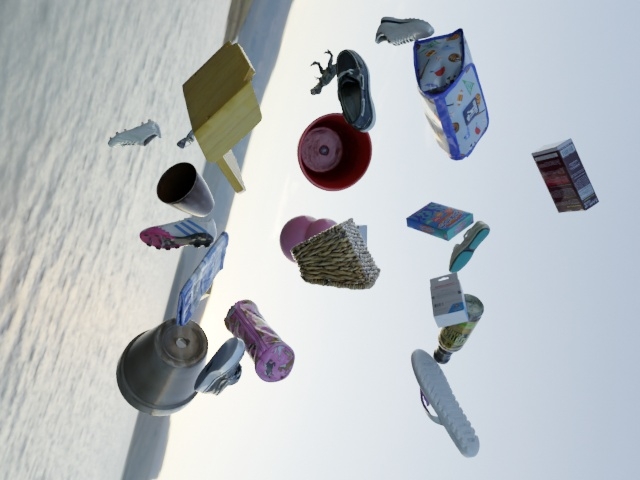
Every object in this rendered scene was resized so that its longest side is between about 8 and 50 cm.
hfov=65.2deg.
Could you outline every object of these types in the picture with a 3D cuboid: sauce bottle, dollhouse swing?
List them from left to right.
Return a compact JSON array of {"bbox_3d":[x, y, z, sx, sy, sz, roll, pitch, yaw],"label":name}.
[{"bbox_3d":[-0.264,-0.386,1.621,0.315,0.305,0.347,-39,-139,12],"label":"dollhouse swing"},{"bbox_3d":[0.512,0.350,1.900,0.112,0.111,0.345,-91,-172,-47],"label":"sauce bottle"}]

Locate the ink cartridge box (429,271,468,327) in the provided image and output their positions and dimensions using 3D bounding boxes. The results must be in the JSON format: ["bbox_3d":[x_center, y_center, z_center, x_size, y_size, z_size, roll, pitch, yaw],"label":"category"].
[{"bbox_3d":[0.427,0.197,1.675,0.104,0.060,0.180,-17,-146,20],"label":"ink cartridge box"}]

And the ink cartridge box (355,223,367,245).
[{"bbox_3d":[0.169,-0.030,2.584,0.150,0.063,0.110,6,-82,50],"label":"ink cartridge box"}]

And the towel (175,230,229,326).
[{"bbox_3d":[-0.376,0.122,1.610,0.209,0.034,0.285,113,3,-49],"label":"towel"}]

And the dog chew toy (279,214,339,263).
[{"bbox_3d":[0.000,0.000,1.977,0.331,0.206,0.207,1,-108,34],"label":"dog chew toy"}]

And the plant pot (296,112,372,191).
[{"bbox_3d":[0.029,-0.328,1.843,0.243,0.274,0.275,-135,-119,-73],"label":"plant pot"}]

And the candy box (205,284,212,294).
[{"bbox_3d":[-0.496,0.194,2.136,0.206,0.027,0.105,-28,-127,60],"label":"candy box"}]

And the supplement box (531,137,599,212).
[{"bbox_3d":[0.835,-0.217,1.712,0.240,0.073,0.130,63,-14,-8],"label":"supplement box"}]

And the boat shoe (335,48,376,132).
[{"bbox_3d":[0.104,-0.503,1.634,0.114,0.091,0.303,-28,-110,32],"label":"boat shoe"}]

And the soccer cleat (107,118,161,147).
[{"bbox_3d":[-0.650,-0.356,1.749,0.068,0.196,0.076,-36,105,-84],"label":"soccer cleat"}]

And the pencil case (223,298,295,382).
[{"bbox_3d":[-0.232,0.365,1.862,0.386,0.167,0.160,37,-66,53],"label":"pencil case"}]

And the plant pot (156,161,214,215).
[{"bbox_3d":[-0.600,-0.211,2.323,0.230,0.215,0.216,49,44,-56],"label":"plant pot"}]

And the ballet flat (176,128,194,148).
[{"bbox_3d":[-0.498,-0.379,1.888,0.114,0.041,0.041,-61,-179,-42],"label":"ballet flat"}]

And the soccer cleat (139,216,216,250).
[{"bbox_3d":[-0.620,-0.038,2.208,0.116,0.330,0.143,92,-2,-48],"label":"soccer cleat"}]

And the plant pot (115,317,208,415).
[{"bbox_3d":[-0.536,0.422,1.788,0.280,0.322,0.323,-49,-151,43],"label":"plant pot"}]

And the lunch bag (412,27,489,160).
[{"bbox_3d":[0.485,-0.535,1.869,0.238,0.328,0.386,-10,-133,24],"label":"lunch bag"}]

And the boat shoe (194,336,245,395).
[{"bbox_3d":[-0.292,0.405,1.566,0.301,0.102,0.108,-49,-158,35],"label":"boat shoe"}]

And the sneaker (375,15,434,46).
[{"bbox_3d":[0.317,-0.778,1.889,0.235,0.090,0.095,18,-98,35],"label":"sneaker"}]

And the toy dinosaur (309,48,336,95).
[{"bbox_3d":[0.033,-0.735,2.131,0.268,0.118,0.064,-43,-165,-1],"label":"toy dinosaur"}]

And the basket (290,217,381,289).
[{"bbox_3d":[0.044,0.076,1.609,0.213,0.223,0.299,-27,-179,13],"label":"basket"}]

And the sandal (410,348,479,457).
[{"bbox_3d":[0.427,0.601,1.835,0.102,0.169,0.417,-40,-113,31],"label":"sandal"}]

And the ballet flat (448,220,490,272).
[{"bbox_3d":[0.583,0.021,2.001,0.249,0.086,0.086,-57,-158,28],"label":"ballet flat"}]

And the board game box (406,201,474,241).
[{"bbox_3d":[0.469,-0.079,1.975,0.210,0.160,0.047,24,-43,46],"label":"board game box"}]
